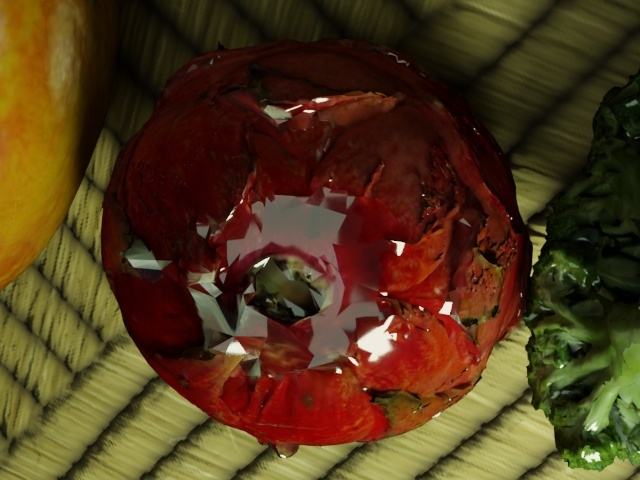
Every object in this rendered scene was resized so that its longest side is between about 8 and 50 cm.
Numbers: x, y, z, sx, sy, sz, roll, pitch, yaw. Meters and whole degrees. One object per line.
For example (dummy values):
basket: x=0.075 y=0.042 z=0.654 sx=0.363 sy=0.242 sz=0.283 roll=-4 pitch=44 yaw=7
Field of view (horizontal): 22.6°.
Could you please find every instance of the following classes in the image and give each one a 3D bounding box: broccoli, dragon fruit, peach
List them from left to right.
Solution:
peach: x=-0.302 y=-0.111 z=1.155 sx=0.373 sy=0.290 sz=0.372 roll=5 pitch=103 yaw=22
dragon fruit: x=0.000 y=0.000 z=1.096 sx=0.296 sy=0.301 sz=0.295 roll=0 pitch=96 yaw=5
broccoli: x=0.275 y=0.024 z=0.990 sx=0.304 sy=0.283 sz=0.321 roll=24 pitch=98 yaw=19
